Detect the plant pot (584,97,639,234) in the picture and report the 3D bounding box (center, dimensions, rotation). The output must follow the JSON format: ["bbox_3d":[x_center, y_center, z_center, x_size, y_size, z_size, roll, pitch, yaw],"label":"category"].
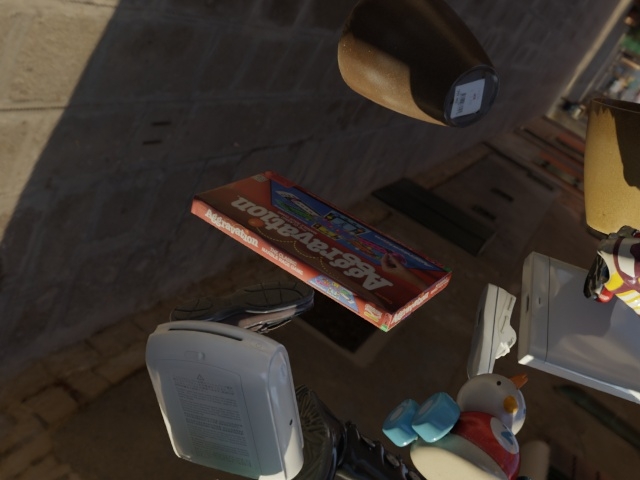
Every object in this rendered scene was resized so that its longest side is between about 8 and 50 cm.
[{"bbox_3d":[0.634,-0.141,1.443,0.237,0.237,0.254,-32,136,-61],"label":"plant pot"}]

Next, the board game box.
[{"bbox_3d":[0.000,0.000,0.832,0.145,0.281,0.027,-28,140,-50],"label":"board game box"}]

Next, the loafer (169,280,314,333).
[{"bbox_3d":[-0.158,0.159,1.495,0.109,0.302,0.095,-105,-176,-61],"label":"loafer"}]

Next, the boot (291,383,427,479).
[{"bbox_3d":[0.106,0.574,1.685,0.146,0.445,0.367,-42,-161,13],"label":"boot"}]

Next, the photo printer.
[{"bbox_3d":[-0.167,0.274,1.255,0.107,0.256,0.307,-57,147,-50],"label":"photo printer"}]

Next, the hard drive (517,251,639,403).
[{"bbox_3d":[0.538,0.173,1.301,0.047,0.353,0.233,115,-6,-52],"label":"hard drive"}]

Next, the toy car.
[{"bbox_3d":[0.267,0.286,1.135,0.238,0.219,0.210,-45,180,-26],"label":"toy car"}]

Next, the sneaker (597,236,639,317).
[{"bbox_3d":[0.397,0.054,0.882,0.069,0.084,0.185,-56,137,-22],"label":"sneaker"}]

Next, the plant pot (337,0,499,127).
[{"bbox_3d":[0.177,-0.284,1.169,0.215,0.230,0.215,-20,135,-21],"label":"plant pot"}]

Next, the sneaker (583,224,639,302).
[{"bbox_3d":[0.549,0.044,1.246,0.279,0.118,0.107,-25,137,-49],"label":"sneaker"}]

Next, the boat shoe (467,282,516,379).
[{"bbox_3d":[0.373,0.199,1.510,0.095,0.084,0.258,106,4,-51],"label":"boat shoe"}]
